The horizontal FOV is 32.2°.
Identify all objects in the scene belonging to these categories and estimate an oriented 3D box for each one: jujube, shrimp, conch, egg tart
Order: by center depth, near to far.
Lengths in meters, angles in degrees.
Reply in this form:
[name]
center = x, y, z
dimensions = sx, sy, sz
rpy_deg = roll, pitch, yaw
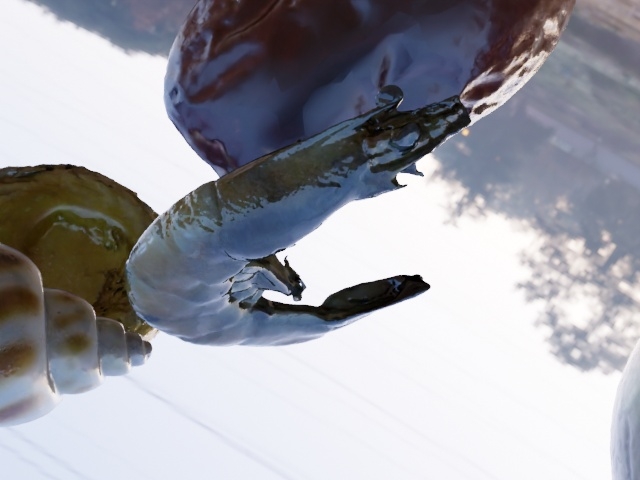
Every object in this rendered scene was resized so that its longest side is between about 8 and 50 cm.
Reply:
[shrimp]
center = 0.000, 0.000, 0.603
dimensions = 0.150, 0.217, 0.051
rpy_deg = 41, -153, -41
[conch]
center = -0.268, 0.085, 0.790
dimensions = 0.148, 0.275, 0.182
rpy_deg = 65, -169, -50
[jujube]
center = 0.038, -0.161, 0.803
dimensions = 0.223, 0.318, 0.223
rpy_deg = 49, -177, -3
[egg tart]
center = -0.300, 0.037, 1.236
dimensions = 0.288, 0.118, 0.288
rpy_deg = 8, -123, -12

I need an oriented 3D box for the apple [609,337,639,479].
[apple]
center = 0.410, 0.188, 0.848
dimensions = 0.384, 0.374, 0.374
rpy_deg = 63, -158, 11
